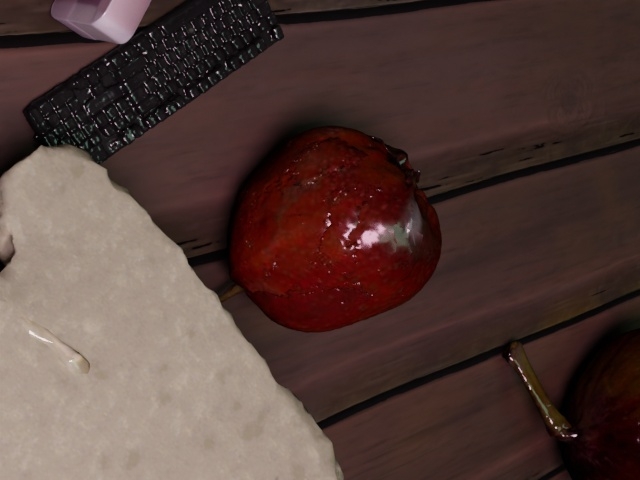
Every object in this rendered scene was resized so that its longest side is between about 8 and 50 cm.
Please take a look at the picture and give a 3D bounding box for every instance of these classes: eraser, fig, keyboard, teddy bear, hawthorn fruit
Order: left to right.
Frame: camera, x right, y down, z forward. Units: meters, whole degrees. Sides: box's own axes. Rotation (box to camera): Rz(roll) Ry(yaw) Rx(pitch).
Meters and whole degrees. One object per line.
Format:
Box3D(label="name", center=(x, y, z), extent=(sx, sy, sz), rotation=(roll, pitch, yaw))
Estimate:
Box3D(label="teddy bear", center=(-0.156, 0.202, 0.679), extent=(0.375, 0.362, 0.327), rotation=(43, 44, -4))
Box3D(label="eraser", center=(-0.116, -0.170, 0.645), extent=(0.026, 0.065, 0.105), rotation=(31, 80, -42))
Box3D(label="keyboard", center=(-0.103, -0.110, 0.708), extent=(0.195, 0.018, 0.060), rotation=(-41, 123, -27))
Box3D(label="hawthorn fruit", center=(0.000, 0.000, 0.765), extent=(0.172, 0.148, 0.148), rotation=(-38, 130, 6))
Box3D(label="fig", center=(0.304, 0.193, 1.060), extent=(0.249, 0.186, 0.204), rotation=(-6, 125, -33))
